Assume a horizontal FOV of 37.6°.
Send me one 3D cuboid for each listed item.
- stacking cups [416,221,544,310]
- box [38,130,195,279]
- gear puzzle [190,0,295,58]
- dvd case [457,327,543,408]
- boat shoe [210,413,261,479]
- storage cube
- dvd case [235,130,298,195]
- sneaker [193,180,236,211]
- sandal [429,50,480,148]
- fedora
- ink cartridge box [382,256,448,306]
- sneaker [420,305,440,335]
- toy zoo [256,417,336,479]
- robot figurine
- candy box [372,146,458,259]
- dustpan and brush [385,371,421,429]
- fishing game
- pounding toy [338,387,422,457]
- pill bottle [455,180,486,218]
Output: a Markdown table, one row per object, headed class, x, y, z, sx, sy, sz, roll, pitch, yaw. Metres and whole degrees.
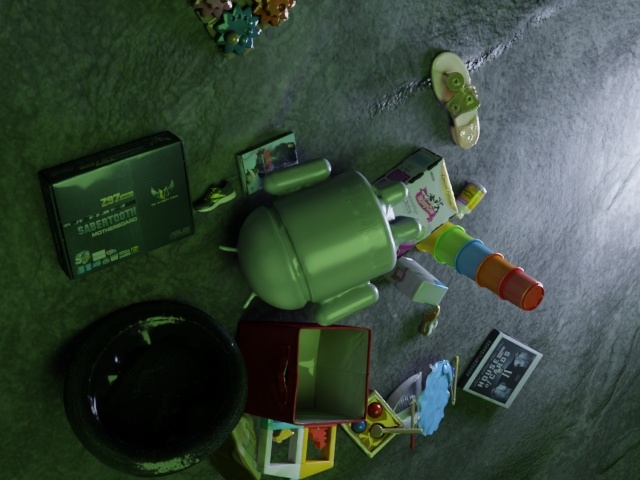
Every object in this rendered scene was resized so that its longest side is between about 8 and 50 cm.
| class | x | y | z | sx | sy | sz | roll | pitch | yaw |
| --- | --- | --- | --- | --- | --- | --- | --- | --- | --- |
| stacking cups | 0.331 | 0.053 | 1.958 | 0.096 | 0.316 | 0.096 | -22 | 130 | -28 |
| box | -0.326 | -0.059 | 1.536 | 0.232 | 0.059 | 0.184 | -22 | 127 | -28 |
| gear puzzle | -0.055 | -0.446 | 1.524 | 0.339 | 0.044 | 0.175 | -43 | 135 | -10 |
| dvd case | 0.472 | 0.337 | 2.455 | 0.238 | 0.029 | 0.179 | 27 | 97 | -46 |
| boat shoe | -0.187 | 0.388 | 1.911 | 0.302 | 0.109 | 0.098 | 67 | 32 | -42 |
| storage cube | -0.035 | 0.254 | 1.834 | 0.214 | 0.193 | 0.184 | 5 | 87 | -42 |
| dvd case | -0.095 | -0.140 | 1.707 | 0.119 | 0.013 | 0.087 | -25 | 129 | -24 |
| sneaker | -0.190 | -0.079 | 1.660 | 0.083 | 0.031 | 0.035 | -30 | 118 | -27 |
| sandal | 0.295 | -0.274 | 1.892 | 0.088 | 0.079 | 0.240 | -38 | 134 | -14 |
| fedora | -0.299 | 0.275 | 1.675 | 0.334 | 0.334 | 0.152 | -17 | 161 | -31 |
| ink cartridge box | 0.198 | 0.084 | 2.008 | 0.088 | 0.122 | 0.052 | 16 | 109 | -43 |
| sneaker | 0.259 | 0.183 | 2.189 | 0.037 | 0.032 | 0.083 | -9 | 128 | -51 |
| toy zoo | -0.044 | 0.382 | 1.982 | 0.192 | 0.030 | 0.294 | 6 | 89 | -41 |
| robot figurine | 0.000 | 0.000 | 1.711 | 0.353 | 0.200 | 0.300 | -23 | 93 | -6 |
| candy box | 0.162 | -0.059 | 1.925 | 0.233 | 0.071 | 0.159 | -38 | 133 | -15 |
| dustpan and brush | 0.178 | 0.422 | 2.245 | 0.211 | 0.060 | 0.147 | -23 | 129 | -27 |
| fishing game | 0.266 | 0.375 | 2.254 | 0.264 | 0.041 | 0.189 | -34 | 129 | -52 |
| pounding toy | 0.130 | 0.418 | 2.131 | 0.130 | 0.100 | 0.141 | -42 | 97 | -10 |
| pill bottle | 0.321 | -0.088 | 2.055 | 0.083 | 0.043 | 0.043 | -50 | 136 | -3 |
